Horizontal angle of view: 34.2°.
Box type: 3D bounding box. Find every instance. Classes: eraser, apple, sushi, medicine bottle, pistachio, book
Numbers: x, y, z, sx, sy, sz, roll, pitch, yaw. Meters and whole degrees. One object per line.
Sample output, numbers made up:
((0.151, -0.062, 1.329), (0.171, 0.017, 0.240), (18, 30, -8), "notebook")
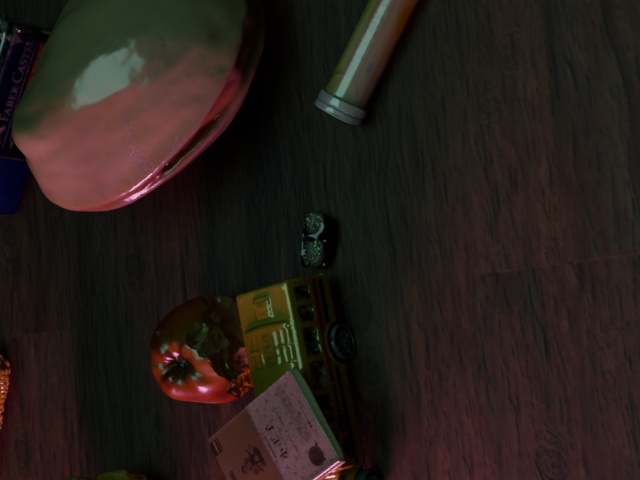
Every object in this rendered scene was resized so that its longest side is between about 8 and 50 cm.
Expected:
((-0.544, -0.212, 1.765), (0.101, 0.155, 0.332), (25, 101, 30), "eraser")
((-0.168, 0.159, 1.498), (0.147, 0.158, 0.156), (-12, 91, 43), "apple")
((0.000, 0.000, 1.482), (0.046, 0.044, 0.083), (5, 92, 11), "sushi")
((0.070, -0.269, 1.430), (0.074, 0.074, 0.218), (33, 102, 30), "medicine bottle")
((-0.272, -0.240, 1.542), (0.445, 0.281, 0.365), (-47, 54, 7), "pistachio")
((-0.062, 0.274, 1.371), (0.199, 0.016, 0.138), (-43, 67, 34), "book")

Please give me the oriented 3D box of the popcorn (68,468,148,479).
((-0.322, 0.436, 1.568), (0.198, 0.212, 0.198), (-9, 54, 13), "popcorn")

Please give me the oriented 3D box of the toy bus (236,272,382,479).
((-0.020, 0.219, 1.424), (0.121, 0.123, 0.335), (-17, 79, 33), "toy bus")

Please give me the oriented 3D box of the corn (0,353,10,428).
((-0.596, 0.323, 1.812), (0.086, 0.086, 0.288), (11, 94, 32), "corn")
